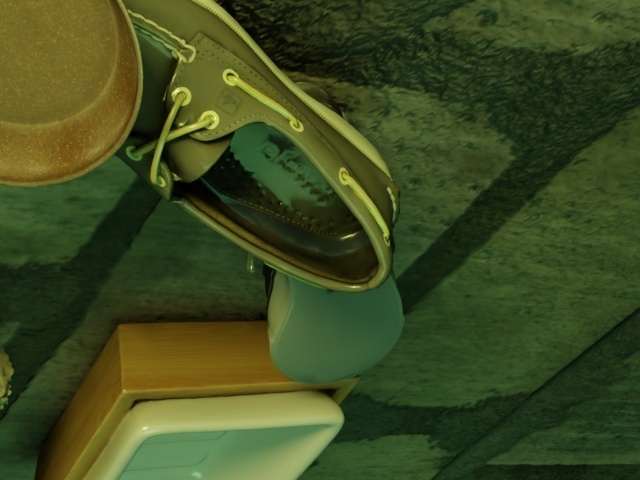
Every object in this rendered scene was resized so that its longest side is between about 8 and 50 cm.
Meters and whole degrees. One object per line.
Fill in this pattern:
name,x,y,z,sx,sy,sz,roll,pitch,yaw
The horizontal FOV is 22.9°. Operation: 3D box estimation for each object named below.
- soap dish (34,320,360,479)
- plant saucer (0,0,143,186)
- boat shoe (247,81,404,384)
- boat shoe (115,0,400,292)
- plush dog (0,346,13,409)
soap dish,-0.128,0.180,1.449,0.229,0.118,0.291,0,146,-30
plant saucer,-0.189,-0.121,0.901,0.198,0.036,0.198,9,130,11
boat shoe,-0.004,0.001,1.227,0.113,0.105,0.306,-14,145,0
boat shoe,-0.068,-0.069,0.992,0.305,0.091,0.109,33,117,-27
plush dog,-0.383,0.152,1.193,0.225,0.262,0.210,-40,112,17
